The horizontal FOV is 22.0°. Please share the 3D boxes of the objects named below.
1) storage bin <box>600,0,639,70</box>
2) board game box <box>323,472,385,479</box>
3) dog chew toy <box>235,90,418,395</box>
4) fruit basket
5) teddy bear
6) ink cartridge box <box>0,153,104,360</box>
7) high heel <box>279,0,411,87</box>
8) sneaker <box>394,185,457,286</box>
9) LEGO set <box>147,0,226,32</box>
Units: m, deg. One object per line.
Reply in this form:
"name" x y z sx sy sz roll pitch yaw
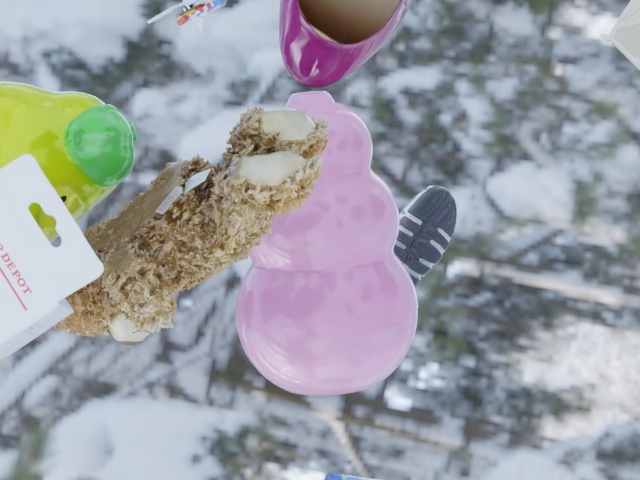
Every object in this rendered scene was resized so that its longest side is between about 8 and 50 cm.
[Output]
"storage bin" 0.497 -0.189 1.852 0.260 0.262 0.123 1 -49 -44
"board game box" 0.030 0.299 1.825 0.090 0.090 0.020 -60 32 30
"dog chew toy" 0.000 0.000 1.840 0.206 0.207 0.331 -30 -63 -69
"fruit basket" -0.378 -0.039 1.639 0.392 0.392 0.283 67 -146 -61
"teddy bear" -0.121 -0.002 1.553 0.113 0.338 0.245 47 -173 -24
"ink cartridge box" -0.265 0.036 1.219 0.115 0.198 0.067 57 177 7
"high heel" 0.022 -0.230 1.426 0.377 0.127 0.181 115 -179 -48
"sneaker" 0.078 0.030 2.450 0.106 0.162 0.281 39 -103 -38
"LEGO set" -0.144 -0.369 2.487 0.060 0.182 0.244 61 -162 -8
